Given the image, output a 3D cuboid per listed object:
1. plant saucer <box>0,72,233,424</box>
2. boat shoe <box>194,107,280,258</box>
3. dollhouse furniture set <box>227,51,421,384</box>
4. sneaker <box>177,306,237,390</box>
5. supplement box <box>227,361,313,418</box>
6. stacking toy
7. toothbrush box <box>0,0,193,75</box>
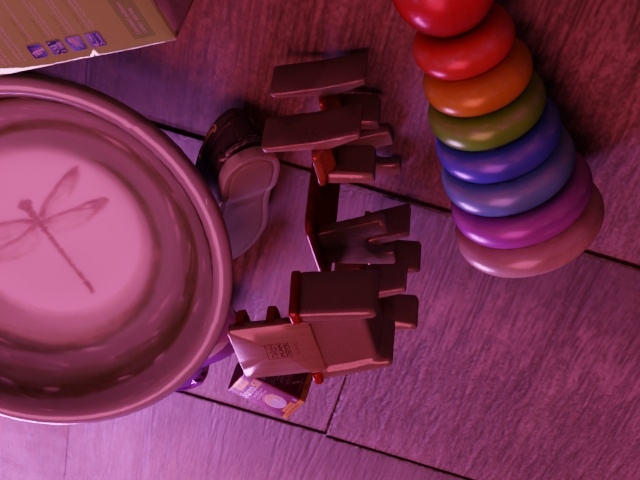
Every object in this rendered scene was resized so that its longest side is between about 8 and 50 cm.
[{"bbox_3d":[-0.280,0.001,1.561,0.400,0.100,0.400,3,120,6],"label":"plant saucer"},{"bbox_3d":[-0.096,-0.049,1.567,0.081,0.069,0.228,-15,155,-25],"label":"boat shoe"},{"bbox_3d":[0.000,0.000,1.433,0.135,0.259,0.262,-6,135,13],"label":"dollhouse furniture set"},{"bbox_3d":[-0.161,0.129,1.796,0.236,0.095,0.104,-18,137,43],"label":"sneaker"},{"bbox_3d":[-0.059,0.170,1.836,0.083,0.043,0.055,27,142,-11],"label":"supplement box"},{"bbox_3d":[0.146,-0.128,1.342,0.141,0.141,0.330,-4,131,25],"label":"stacking toy"},{"bbox_3d":[-0.269,-0.262,1.326,0.283,0.122,0.206,-8,135,28],"label":"toothbrush box"}]
